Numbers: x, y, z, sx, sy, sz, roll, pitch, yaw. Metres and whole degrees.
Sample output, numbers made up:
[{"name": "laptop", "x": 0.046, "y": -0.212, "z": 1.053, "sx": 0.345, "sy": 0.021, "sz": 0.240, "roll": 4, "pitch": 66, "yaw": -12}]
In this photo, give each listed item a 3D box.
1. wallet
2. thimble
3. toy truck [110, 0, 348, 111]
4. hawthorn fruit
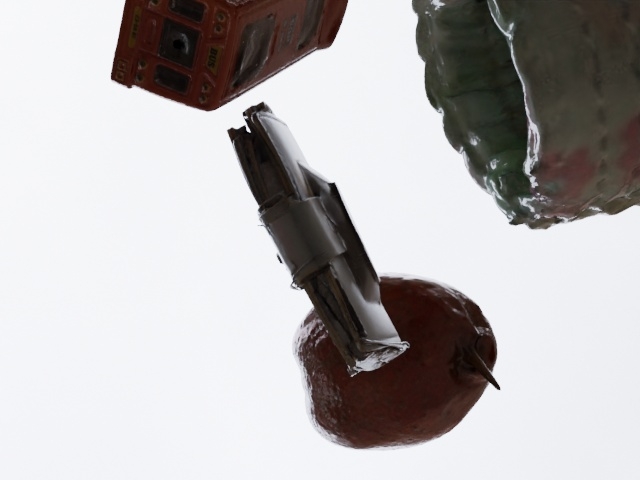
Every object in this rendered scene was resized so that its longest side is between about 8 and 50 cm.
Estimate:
[{"name": "wallet", "x": 0.000, "y": 0.000, "z": 1.323, "sx": 0.069, "sy": 0.231, "sz": 0.170, "roll": -31, "pitch": -10, "yaw": 6}, {"name": "thimble", "x": 0.160, "y": -0.113, "z": 1.012, "sx": 0.149, "sy": 0.185, "sz": 0.211, "roll": -17, "pitch": -95, "yaw": -16}, {"name": "toy truck", "x": -0.057, "y": -0.183, "z": 1.214, "sx": 0.252, "sy": 0.114, "sz": 0.107, "roll": -38, "pitch": -32, "yaw": -56}, {"name": "hawthorn fruit", "x": 0.103, "y": 0.136, "z": 1.779, "sx": 0.210, "sy": 0.262, "sz": 0.211, "roll": 6, "pitch": -97, "yaw": -50}]
